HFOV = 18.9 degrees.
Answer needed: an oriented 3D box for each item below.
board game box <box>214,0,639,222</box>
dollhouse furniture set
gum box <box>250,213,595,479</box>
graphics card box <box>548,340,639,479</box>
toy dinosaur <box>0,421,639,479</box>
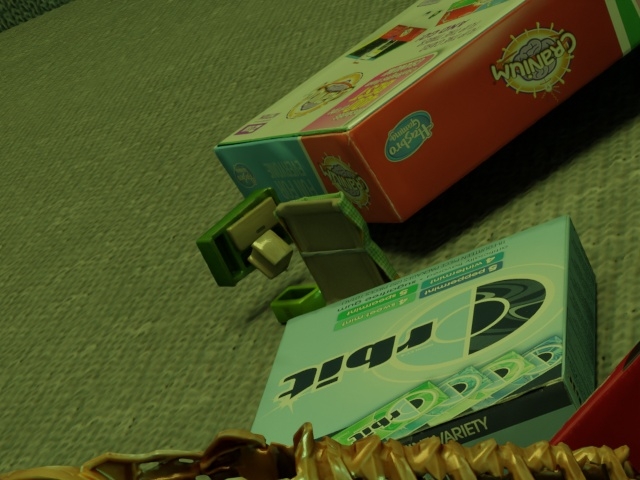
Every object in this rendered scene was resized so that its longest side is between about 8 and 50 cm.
[{"bbox_3d":[0.106,-0.125,1.229,0.316,0.064,0.242,-37,13,-17],"label":"board game box"},{"bbox_3d":[0.000,0.000,1.083,0.058,0.076,0.152,-39,20,-33],"label":"dollhouse furniture set"},{"bbox_3d":[0.048,0.064,0.885,0.157,0.041,0.184,-21,17,15],"label":"gum box"},{"bbox_3d":[0.226,-0.026,0.621,0.371,0.094,0.233,-39,-12,-30],"label":"graphics card box"},{"bbox_3d":[-0.069,0.141,0.534,0.322,0.218,0.164,-18,18,26],"label":"toy dinosaur"}]
